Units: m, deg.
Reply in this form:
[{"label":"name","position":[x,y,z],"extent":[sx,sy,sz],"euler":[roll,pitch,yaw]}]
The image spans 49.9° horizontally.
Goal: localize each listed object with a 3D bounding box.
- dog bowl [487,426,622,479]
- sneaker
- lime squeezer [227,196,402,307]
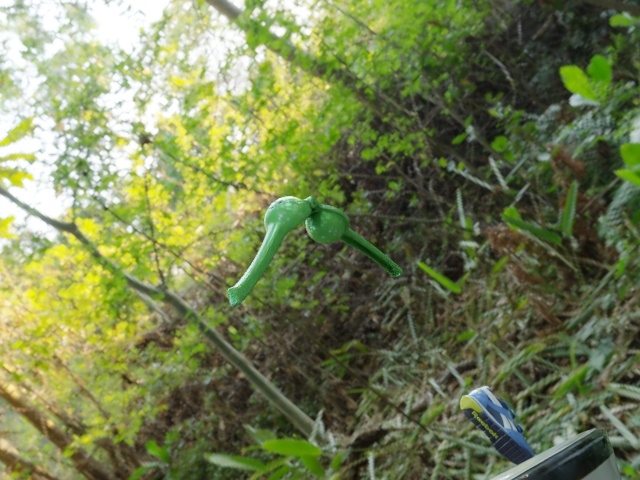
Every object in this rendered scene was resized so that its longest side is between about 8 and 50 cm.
[{"label":"dog bowl","position":[0.013,0.264,0.375],"extent":[0.408,0.150,0.408],"euler":[-23,-23,-11]},{"label":"sneaker","position":[0.291,0.292,1.096],"extent":[0.059,0.144,0.053],"euler":[-29,-18,-38]},{"label":"lime squeezer","position":[0.000,0.000,0.787],"extent":[0.059,0.110,0.310],"euler":[-42,-22,30]}]
